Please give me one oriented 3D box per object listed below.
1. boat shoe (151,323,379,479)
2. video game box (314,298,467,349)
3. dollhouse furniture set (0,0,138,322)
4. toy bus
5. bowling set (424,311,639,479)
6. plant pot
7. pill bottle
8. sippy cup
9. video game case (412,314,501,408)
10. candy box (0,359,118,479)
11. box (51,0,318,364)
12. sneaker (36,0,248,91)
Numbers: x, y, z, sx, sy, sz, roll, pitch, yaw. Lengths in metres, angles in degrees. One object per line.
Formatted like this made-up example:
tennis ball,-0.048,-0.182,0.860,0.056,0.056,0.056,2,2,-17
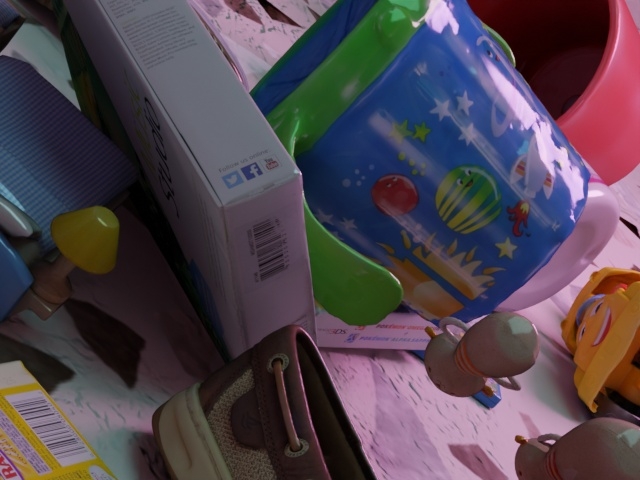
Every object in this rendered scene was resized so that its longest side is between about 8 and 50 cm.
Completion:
boat shoe,0.030,0.182,0.874,0.123,0.123,0.342,43,10,-49
video game box,0.000,0.000,1.300,0.187,0.048,0.205,9,38,-49
dollhouse furniture set,-0.183,-0.138,1.020,0.303,0.198,0.286,42,26,0
toy bus,0.309,0.092,1.576,0.220,0.149,0.211,22,15,-37
bowling set,0.139,0.200,1.096,0.287,0.200,0.154,44,-22,-4
plant pot,0.254,-0.181,1.865,0.243,0.275,0.275,29,23,-54
pill bottle,0.142,-0.083,1.575,0.160,0.160,0.283,10,37,-54
sippy cup,0.070,-0.063,1.212,0.224,0.305,0.240,44,-16,-10
video game case,0.103,0.067,1.415,0.119,0.015,0.166,36,21,-14
candy box,-0.127,0.147,0.830,0.206,0.027,0.105,48,22,16
box,-0.097,-0.067,1.081,0.232,0.058,0.322,84,-21,-52
sneaker,-0.154,-0.205,1.381,0.282,0.099,0.153,40,22,5
